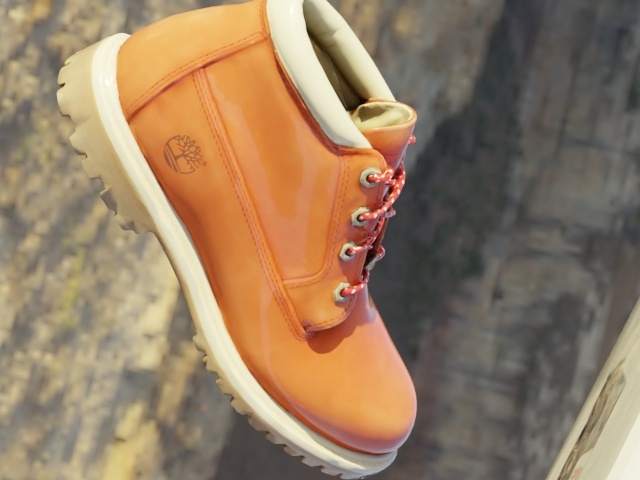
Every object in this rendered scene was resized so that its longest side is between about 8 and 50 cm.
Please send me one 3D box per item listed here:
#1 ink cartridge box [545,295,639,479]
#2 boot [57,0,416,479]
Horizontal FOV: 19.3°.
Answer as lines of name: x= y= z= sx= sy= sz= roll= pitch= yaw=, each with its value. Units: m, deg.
ink cartridge box: x=0.128 y=0.133 z=0.440 sx=0.273 sy=0.197 sz=0.114 roll=-62 pitch=179 yaw=-5
boot: x=0.000 y=0.000 z=0.542 sx=0.158 sy=0.085 sz=0.059 roll=58 pitch=24 yaw=-23
